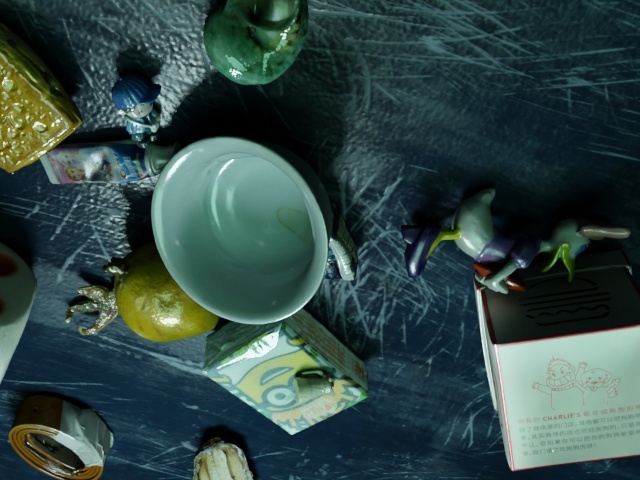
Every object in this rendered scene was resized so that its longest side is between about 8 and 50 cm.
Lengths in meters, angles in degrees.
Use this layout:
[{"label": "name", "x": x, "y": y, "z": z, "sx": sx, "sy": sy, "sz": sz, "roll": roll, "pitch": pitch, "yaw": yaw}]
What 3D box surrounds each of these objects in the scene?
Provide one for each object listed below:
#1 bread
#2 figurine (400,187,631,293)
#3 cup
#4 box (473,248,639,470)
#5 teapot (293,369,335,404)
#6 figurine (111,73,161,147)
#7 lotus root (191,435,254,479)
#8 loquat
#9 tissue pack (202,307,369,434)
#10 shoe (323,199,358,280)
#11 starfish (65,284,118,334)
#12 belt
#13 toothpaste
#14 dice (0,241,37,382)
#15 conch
[{"label": "bread", "x": -0.540, "y": -0.242, "z": 1.554, "sx": 0.210, "sy": 0.099, "sz": 0.235, "roll": -32, "pitch": 120, "yaw": 22}, {"label": "figurine", "x": 0.361, "y": 0.001, "z": 1.756, "sx": 0.421, "sy": 0.154, "sz": 0.193, "roll": 8, "pitch": 95, "yaw": 2}, {"label": "cup", "x": -0.115, "y": -0.037, "z": 1.655, "sx": 0.347, "sy": 0.163, "sz": 0.347, "roll": 9, "pitch": 113, "yaw": 22}, {"label": "box", "x": 0.487, "y": 0.234, "z": 1.812, "sx": 0.314, "sy": 0.300, "sz": 0.312, "roll": -9, "pitch": 114, "yaw": 7}, {"label": "teapot", "x": -0.013, "y": 0.305, "z": 1.919, "sx": 0.083, "sy": 0.057, "sz": 0.067, "roll": -7, "pitch": 95, "yaw": -8}, {"label": "figurine", "x": -0.320, "y": -0.230, "z": 1.594, "sx": 0.079, "sy": 0.077, "sz": 0.136, "roll": 35, "pitch": 148, "yaw": 13}, {"label": "lotus root", "x": -0.259, "y": 0.597, "z": 2.334, "sx": 0.167, "sy": 0.078, "sz": 0.329, "roll": -18, "pitch": 132, "yaw": -16}, {"label": "loquat", "x": -0.310, "y": 0.089, "z": 1.778, "sx": 0.246, "sy": 0.213, "sz": 0.213, "roll": 29, "pitch": 126, "yaw": -35}, {"label": "tissue pack", "x": -0.072, "y": 0.274, "z": 2.001, "sx": 0.228, "sy": 0.128, "sz": 0.311, "roll": -31, "pitch": 125, "yaw": 23}, {"label": "shoe", "x": 0.000, "y": 0.000, "z": 1.780, "sx": 0.106, "sy": 0.091, "sz": 0.207, "roll": -10, "pitch": 127, "yaw": 18}, {"label": "starfish", "x": -0.444, "y": 0.122, "z": 1.926, "sx": 0.150, "sy": 0.053, "sz": 0.209, "roll": 23, "pitch": 125, "yaw": -36}, {"label": "belt", "x": -0.618, "y": 0.475, "z": 2.196, "sx": 0.184, "sy": 0.105, "sz": 0.261, "roll": -28, "pitch": 124, "yaw": 25}, {"label": "toothpaste", "x": -0.386, "y": -0.144, "z": 1.677, "sx": 0.266, "sy": 0.061, "sz": 0.096, "roll": -2, "pitch": 133, "yaw": 10}, {"label": "dice", "x": -0.749, "y": 0.154, "z": 1.791, "sx": 0.304, "sy": 0.277, "sz": 0.304, "roll": 23, "pitch": 126, "yaw": -18}, {"label": "conch", "x": -0.104, "y": -0.338, "z": 1.456, "sx": 0.188, "sy": 0.122, "sz": 0.175, "roll": -14, "pitch": 110, "yaw": 9}]
